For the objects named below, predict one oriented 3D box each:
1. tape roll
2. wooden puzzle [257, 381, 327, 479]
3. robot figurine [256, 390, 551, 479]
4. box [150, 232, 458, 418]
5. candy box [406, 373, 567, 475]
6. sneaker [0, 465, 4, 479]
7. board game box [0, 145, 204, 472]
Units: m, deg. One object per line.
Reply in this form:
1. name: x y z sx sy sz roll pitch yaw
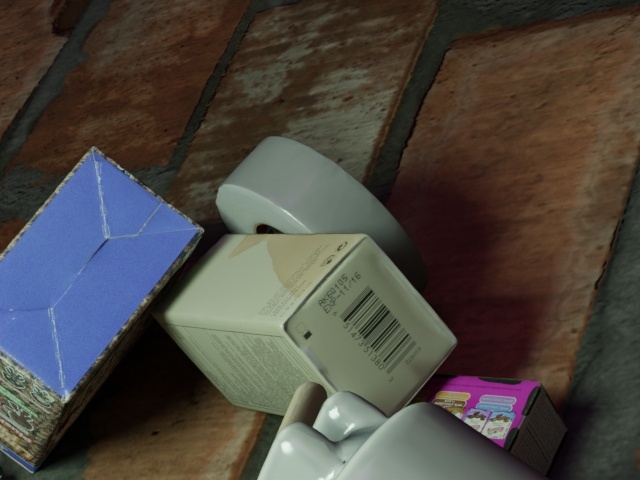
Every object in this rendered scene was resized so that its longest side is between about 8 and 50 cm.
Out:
1. tape roll: 0.000 0.000 1.831 0.072 0.219 0.219 -48 37 -18
2. wooden puzzle: -0.043 0.267 1.568 0.044 0.239 0.221 19 52 6
3. robot figurine: 0.113 0.258 1.384 0.353 0.200 0.300 33 34 19
4. box: -0.024 0.082 1.748 0.121 0.148 0.311 -47 21 -18
5. candy box: 0.095 0.227 1.610 0.159 0.071 0.233 1 47 40
6. sneaker: -0.388 0.265 1.964 0.106 0.078 0.234 -41 39 -15
7. board game box: -0.265 0.078 1.896 0.232 0.141 0.291 -53 0 -24
